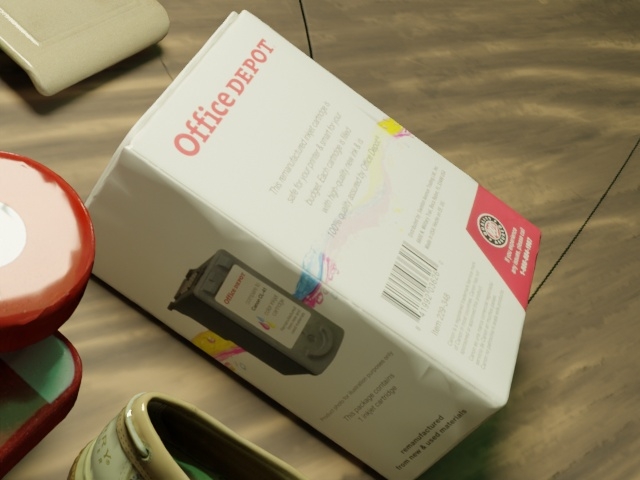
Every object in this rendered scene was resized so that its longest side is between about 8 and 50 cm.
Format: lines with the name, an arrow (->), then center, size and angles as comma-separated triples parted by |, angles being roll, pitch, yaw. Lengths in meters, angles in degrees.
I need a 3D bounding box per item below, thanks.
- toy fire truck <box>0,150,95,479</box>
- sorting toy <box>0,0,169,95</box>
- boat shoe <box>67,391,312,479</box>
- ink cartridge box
toy fire truck -> -0.276, 0.036, 0.562 | 0.302, 0.169, 0.254 | 42, 56, 3
sorting toy -> -0.240, -0.210, 0.919 | 0.196, 0.047, 0.348 | 46, 37, 0
boat shoe -> -0.014, 0.193, 0.669 | 0.285, 0.089, 0.104 | 32, 37, -12
ink cartridge box -> 0.000, 0.000, 0.843 | 0.306, 0.131, 0.226 | 35, 38, -5
